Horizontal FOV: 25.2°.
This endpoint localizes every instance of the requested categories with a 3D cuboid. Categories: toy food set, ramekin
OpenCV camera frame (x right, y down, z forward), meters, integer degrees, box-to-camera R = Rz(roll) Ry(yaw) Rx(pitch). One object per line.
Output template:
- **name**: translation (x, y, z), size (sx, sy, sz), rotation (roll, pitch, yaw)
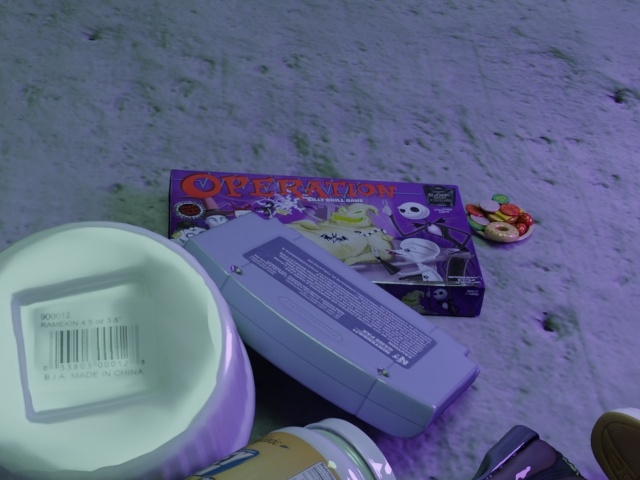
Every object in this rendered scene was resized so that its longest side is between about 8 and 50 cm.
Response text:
- **toy food set**: translation (0.215, -0.025, 1.725), size (0.083, 0.020, 0.083), rotation (-25, 47, -37)
- **ramekin**: translation (-0.196, 0.117, 1.254), size (0.277, 0.135, 0.277), rotation (1, 63, -1)

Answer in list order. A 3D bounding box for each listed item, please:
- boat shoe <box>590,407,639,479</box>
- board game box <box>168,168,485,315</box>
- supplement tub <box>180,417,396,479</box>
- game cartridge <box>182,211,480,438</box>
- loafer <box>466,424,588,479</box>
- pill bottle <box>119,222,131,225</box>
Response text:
- **boat shoe**: translation (0.386, 0.233, 1.338), size (0.277, 0.098, 0.096), rotation (32, 40, 16)
- **board game box**: translation (0.000, 0.000, 1.629), size (0.347, 0.056, 0.208), rotation (2, 31, -8)
- **supplement tub**: translation (-0.044, 0.242, 1.191), size (0.200, 0.144, 0.144), rotation (-23, 46, -37)
- **game cartridge**: translation (0.006, 0.080, 1.419), size (0.294, 0.060, 0.196), rotation (34, 19, 13)
- **loafer**: translation (0.145, 0.264, 1.239), size (0.095, 0.109, 0.302), rotation (28, 37, 20)
- **pill bottle**: translation (-0.181, 0.063, 1.449), size (0.108, 0.108, 0.180), rotation (-13, 40, -27)
